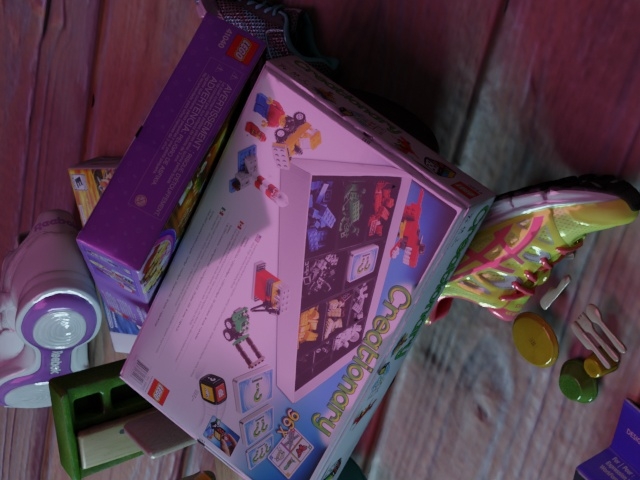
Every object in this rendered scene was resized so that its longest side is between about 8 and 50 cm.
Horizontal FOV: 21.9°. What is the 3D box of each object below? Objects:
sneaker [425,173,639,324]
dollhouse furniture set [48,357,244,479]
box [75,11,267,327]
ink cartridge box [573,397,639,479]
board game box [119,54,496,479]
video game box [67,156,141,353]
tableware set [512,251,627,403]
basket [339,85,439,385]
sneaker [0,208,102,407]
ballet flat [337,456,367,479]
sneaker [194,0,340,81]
[{"bbox_3d":[0.147,0.010,1.231,0.208,0.081,0.094,-17,89,32],"label":"sneaker"},{"bbox_3d":[-0.132,0.277,1.554,0.197,0.151,0.301,32,132,53],"label":"dollhouse furniture set"},{"bbox_3d":[-0.114,-0.043,1.348,0.057,0.201,0.293,28,168,3],"label":"box"},{"bbox_3d":[0.264,0.260,1.251,0.206,0.045,0.208,41,135,44],"label":"ink cartridge box"},{"bbox_3d":[-0.019,0.039,1.259,0.193,0.053,0.305,37,118,18],"label":"board game box"},{"bbox_3d":[-0.161,0.018,1.644,0.187,0.048,0.205,0,108,46],"label":"video game box"},{"bbox_3d":[0.177,0.052,1.293,0.154,0.024,0.104,51,142,17],"label":"tableware set"},{"bbox_3d":[0.000,0.000,1.360,0.154,0.204,0.226,-102,27,-55],"label":"basket"},{"bbox_3d":[-0.301,0.082,1.814,0.305,0.114,0.152,123,143,-52],"label":"sneaker"},{"bbox_3d":[-0.024,0.209,1.562,0.203,0.074,0.074,38,134,39],"label":"ballet flat"},{"bbox_3d":[-0.041,-0.180,1.411,0.166,0.065,0.076,52,123,13],"label":"sneaker"}]
